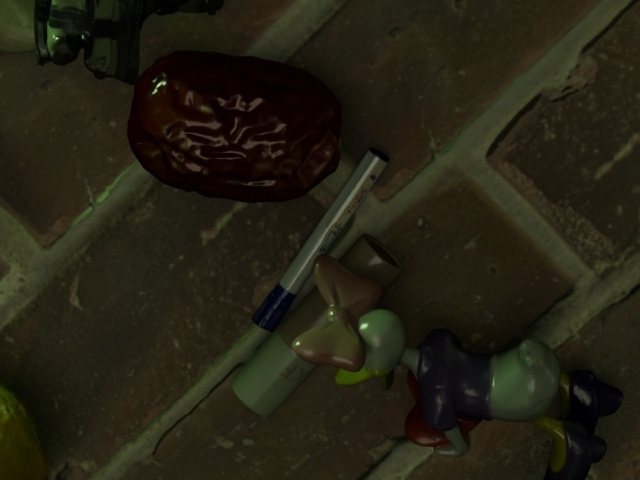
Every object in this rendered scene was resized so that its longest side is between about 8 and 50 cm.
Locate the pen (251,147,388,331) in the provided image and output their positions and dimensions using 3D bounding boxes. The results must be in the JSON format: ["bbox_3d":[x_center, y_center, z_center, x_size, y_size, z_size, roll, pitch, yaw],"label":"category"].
[{"bbox_3d":[0.000,0.000,1.724,0.033,0.033,0.269,34,103,-4],"label":"pen"}]

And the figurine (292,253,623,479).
[{"bbox_3d":[0.164,0.163,1.656,0.421,0.154,0.193,18,142,-7],"label":"figurine"}]

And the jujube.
[{"bbox_3d":[-0.099,-0.132,1.635,0.250,0.174,0.174,5,105,-8],"label":"jujube"}]

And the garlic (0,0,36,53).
[{"bbox_3d":[-0.430,-0.327,1.596,0.185,0.203,0.281,-15,110,33],"label":"garlic"}]

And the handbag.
[{"bbox_3d":[-0.181,-0.361,1.463,0.163,0.325,0.327,19,120,10],"label":"handbag"}]

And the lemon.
[{"bbox_3d":[-0.482,0.265,1.729,0.263,0.236,0.236,-11,104,-20],"label":"lemon"}]

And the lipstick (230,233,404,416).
[{"bbox_3d":[-0.005,0.106,1.730,0.070,0.070,0.254,40,103,-6],"label":"lipstick"}]
